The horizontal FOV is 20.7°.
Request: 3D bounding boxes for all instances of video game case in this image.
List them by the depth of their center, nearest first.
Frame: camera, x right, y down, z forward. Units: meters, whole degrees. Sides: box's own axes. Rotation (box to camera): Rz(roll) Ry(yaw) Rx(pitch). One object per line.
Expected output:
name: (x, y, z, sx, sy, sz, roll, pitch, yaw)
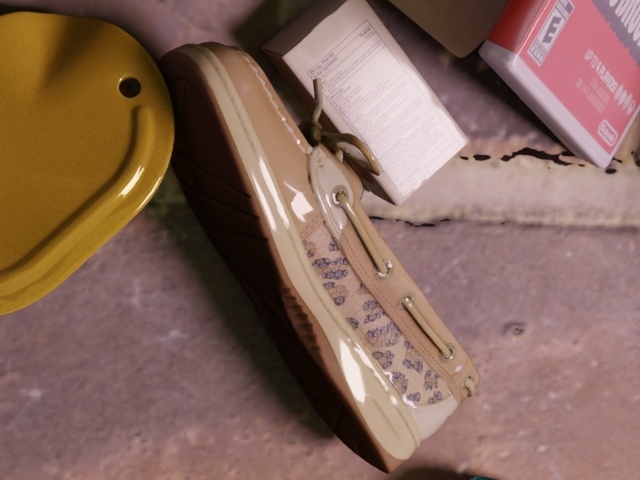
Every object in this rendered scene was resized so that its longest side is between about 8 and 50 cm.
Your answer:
video game case: (0.197, -0.191, 0.978, 0.285, 0.025, 0.204, -60, 154, 0)

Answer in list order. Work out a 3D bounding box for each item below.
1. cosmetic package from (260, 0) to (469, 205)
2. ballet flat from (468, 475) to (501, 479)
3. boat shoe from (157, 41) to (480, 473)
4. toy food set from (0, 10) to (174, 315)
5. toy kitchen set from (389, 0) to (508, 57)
cosmetic package: (0.025, -0.082, 0.991, 0.060, 0.041, 0.115, -41, 113, -8)
ballet flat: (0.196, 0.243, 1.103, 0.316, 0.107, 0.106, 22, 103, -24)
boat shoe: (0.000, 0.000, 0.974, 0.089, 0.104, 0.285, -36, 123, -15)
toy food set: (-0.175, -0.024, 0.917, 0.218, 0.071, 0.128, -42, 89, -10)
toy kitchen set: (0.109, -0.240, 0.974, 0.122, 0.166, 0.207, 38, 122, -18)
